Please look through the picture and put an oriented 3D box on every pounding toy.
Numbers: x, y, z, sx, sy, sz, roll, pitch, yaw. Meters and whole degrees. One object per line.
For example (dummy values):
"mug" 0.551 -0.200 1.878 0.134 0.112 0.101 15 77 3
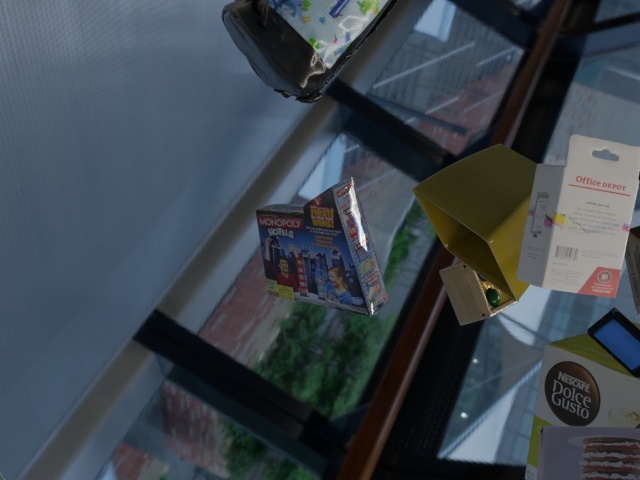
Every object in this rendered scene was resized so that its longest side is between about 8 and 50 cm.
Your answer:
"pounding toy" 0.351 0.055 1.609 0.181 0.205 0.094 -17 174 -45

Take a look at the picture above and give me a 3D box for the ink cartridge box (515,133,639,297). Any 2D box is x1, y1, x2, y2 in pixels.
"ink cartridge box" 0.337 -0.033 0.960 0.067 0.115 0.198 -153 -107 -73

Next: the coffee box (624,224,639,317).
"coffee box" 0.666 0.029 1.195 0.119 0.297 0.168 32 48 -40

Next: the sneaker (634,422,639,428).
"sneaker" 0.465 0.390 1.002 0.106 0.123 0.290 -29 -142 60

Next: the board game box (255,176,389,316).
"board game box" 0.000 0.000 1.102 0.060 0.194 0.194 -30 122 -49

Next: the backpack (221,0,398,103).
"backpack" 0.018 -0.403 1.049 0.356 0.273 0.290 -37 -158 -1

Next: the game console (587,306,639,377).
"game console" 0.531 0.182 1.272 0.071 0.122 0.107 -49 167 12

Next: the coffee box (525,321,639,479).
"coffee box" 0.687 0.393 1.555 0.338 0.338 0.334 -5 106 -36

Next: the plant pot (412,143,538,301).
"plant pot" 0.337 -0.052 1.386 0.187 0.212 0.212 -42 135 -4

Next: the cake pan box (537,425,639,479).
"cake pan box" 0.252 0.206 0.360 0.070 0.267 0.245 -59 138 -55

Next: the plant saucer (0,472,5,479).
"plant saucer" -0.334 0.215 0.588 0.037 0.195 0.195 -46 170 8
